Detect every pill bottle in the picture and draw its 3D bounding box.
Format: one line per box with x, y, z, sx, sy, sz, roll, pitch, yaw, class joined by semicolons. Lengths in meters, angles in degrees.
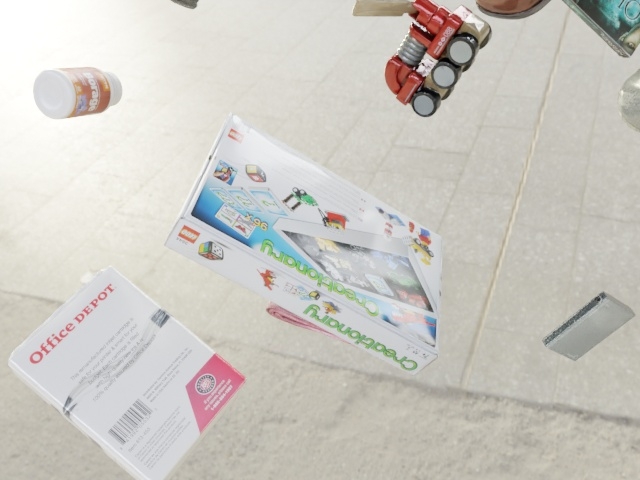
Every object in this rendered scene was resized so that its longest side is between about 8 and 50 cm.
-0.597;-0.372;1.674;0.121;0.121;0.216;10;19;18;pill bottle

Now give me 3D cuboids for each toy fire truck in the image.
0.181;-0.394;1.350;0.246;0.217;0.158;38;46;3;toy fire truck

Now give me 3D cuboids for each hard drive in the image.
0.461;0.150;1.154;0.094;0.135;0.022;25;30;-33;hard drive

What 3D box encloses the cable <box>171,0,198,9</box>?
-0.263;-0.414;0.951;0.287;0.072;0.139;40;14;29;cable

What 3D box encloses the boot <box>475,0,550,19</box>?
0.253;-0.424;0.881;0.264;0.280;0.096;19;75;54;boot

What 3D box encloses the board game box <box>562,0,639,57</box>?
0.451;-0.388;1.034;0.186;0.126;0.026;30;5;-24;board game box

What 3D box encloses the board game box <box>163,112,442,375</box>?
0.000;0.000;0.745;0.305;0.053;0.193;30;40;-14;board game box

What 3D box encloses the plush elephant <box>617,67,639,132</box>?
0.390;-0.031;0.400;0.272;0.255;0.330;-39;21;31;plush elephant

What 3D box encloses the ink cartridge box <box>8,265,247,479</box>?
-0.243;0.177;0.859;0.237;0.100;0.172;38;62;6;ink cartridge box

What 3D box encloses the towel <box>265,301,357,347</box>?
0.049;0.051;1.291;0.237;0.037;0.329;22;48;-5;towel
